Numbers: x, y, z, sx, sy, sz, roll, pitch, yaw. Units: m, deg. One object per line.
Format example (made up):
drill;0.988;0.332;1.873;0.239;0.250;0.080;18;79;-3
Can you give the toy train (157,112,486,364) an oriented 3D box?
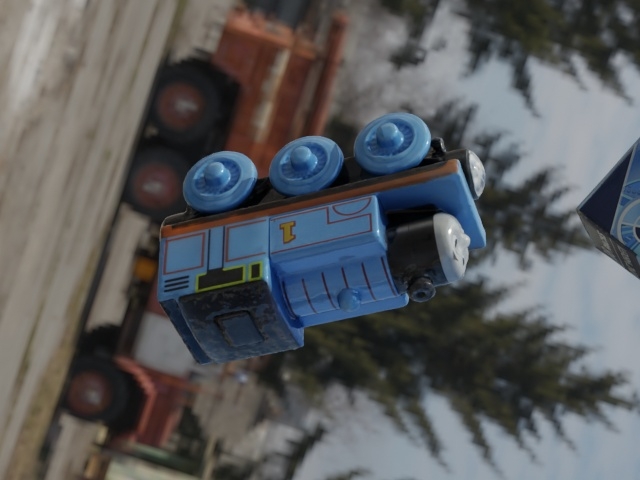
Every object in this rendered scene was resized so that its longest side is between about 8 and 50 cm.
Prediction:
toy train;0.000;0.000;0.878;0.080;0.184;0.105;65;18;-48

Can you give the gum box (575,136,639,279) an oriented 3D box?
gum box;0.205;-0.010;0.532;0.157;0.184;0.041;-48;152;-2
